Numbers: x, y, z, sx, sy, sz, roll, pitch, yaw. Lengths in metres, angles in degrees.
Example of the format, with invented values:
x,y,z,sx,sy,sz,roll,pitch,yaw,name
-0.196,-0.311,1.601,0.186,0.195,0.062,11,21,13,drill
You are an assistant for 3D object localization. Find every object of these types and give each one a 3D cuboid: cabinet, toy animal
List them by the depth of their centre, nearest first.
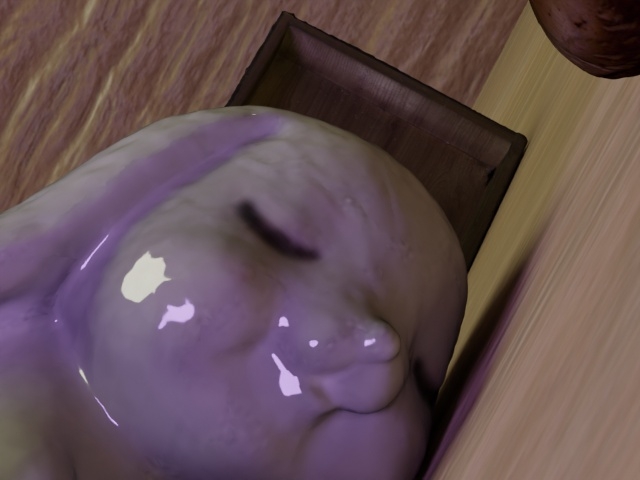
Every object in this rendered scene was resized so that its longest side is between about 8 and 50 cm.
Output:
x,y,z,sx,sy,sz,roll,pitch,yaw,name
-0.061,0.061,0.667,0.265,0.272,0.206,-47,22,-6,toy animal
0.000,0.000,1.042,0.148,0.174,0.215,-62,-1,-29,cabinet

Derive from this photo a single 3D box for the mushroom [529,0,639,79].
x,y,z,sx,sy,sz,roll,pitch,yaw,name
0.110,-0.128,0.524,0.170,0.080,0.135,108,179,-64,mushroom
